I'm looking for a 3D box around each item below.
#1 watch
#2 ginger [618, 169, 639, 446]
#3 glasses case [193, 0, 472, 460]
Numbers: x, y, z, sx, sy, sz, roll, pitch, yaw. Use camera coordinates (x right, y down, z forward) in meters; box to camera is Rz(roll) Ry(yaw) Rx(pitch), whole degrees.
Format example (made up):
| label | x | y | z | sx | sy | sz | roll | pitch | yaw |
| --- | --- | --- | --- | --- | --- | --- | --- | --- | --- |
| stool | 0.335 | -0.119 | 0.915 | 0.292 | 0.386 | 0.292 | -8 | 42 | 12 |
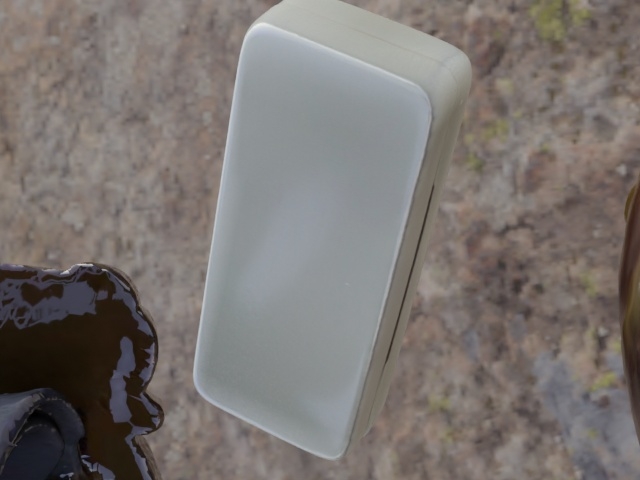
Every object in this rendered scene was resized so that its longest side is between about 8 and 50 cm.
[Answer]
| label | x | y | z | sx | sy | sz | roll | pitch | yaw |
| --- | --- | --- | --- | --- | --- | --- | --- | --- | --- |
| watch | -0.235 | 0.195 | 0.789 | 0.327 | 0.314 | 0.335 | -67 | -22 | -79 |
| ginger | 0.153 | 0.071 | 0.267 | 0.152 | 0.357 | 0.274 | -12 | 89 | 8 |
| glasses case | 0.000 | 0.000 | 0.861 | 0.131 | 0.070 | 0.312 | 23 | 129 | 16 |
